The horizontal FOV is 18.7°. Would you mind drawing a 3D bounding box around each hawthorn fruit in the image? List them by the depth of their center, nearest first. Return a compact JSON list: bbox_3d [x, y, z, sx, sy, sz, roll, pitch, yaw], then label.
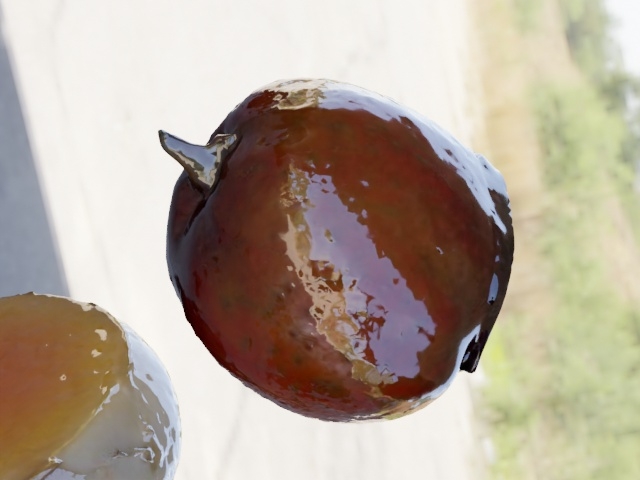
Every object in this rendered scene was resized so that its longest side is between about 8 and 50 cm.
[{"bbox_3d":[0.000,0.000,1.231,0.250,0.215,0.215,37,28,-26],"label":"hawthorn fruit"}]

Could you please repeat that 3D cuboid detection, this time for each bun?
[{"bbox_3d":[-0.235,0.176,1.413,0.299,0.299,0.164,-91,166,-58],"label":"bun"}]
